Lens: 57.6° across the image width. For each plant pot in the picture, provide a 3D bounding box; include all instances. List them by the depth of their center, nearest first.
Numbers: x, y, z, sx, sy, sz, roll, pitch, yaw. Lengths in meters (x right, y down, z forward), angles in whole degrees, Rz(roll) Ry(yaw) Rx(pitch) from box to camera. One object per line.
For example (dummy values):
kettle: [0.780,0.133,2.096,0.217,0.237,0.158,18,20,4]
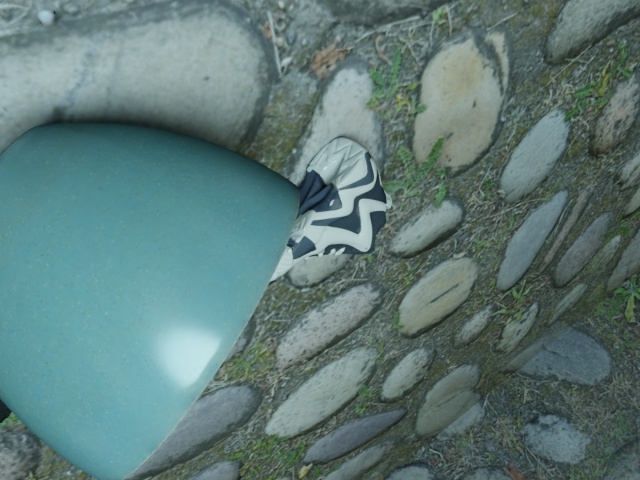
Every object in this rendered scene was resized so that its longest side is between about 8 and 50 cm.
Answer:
plant pot: [-0.182,0.018,0.482,0.195,0.290,0.290,34,104,-16]

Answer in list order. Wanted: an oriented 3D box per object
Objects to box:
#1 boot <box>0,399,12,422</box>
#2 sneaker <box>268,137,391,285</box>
boot: [-0.394,0.192,0.625,0.099,0.045,0.121,8,121,-50]
sneaker: [0.000,0.000,0.737,0.235,0.094,0.153,-51,135,-3]
